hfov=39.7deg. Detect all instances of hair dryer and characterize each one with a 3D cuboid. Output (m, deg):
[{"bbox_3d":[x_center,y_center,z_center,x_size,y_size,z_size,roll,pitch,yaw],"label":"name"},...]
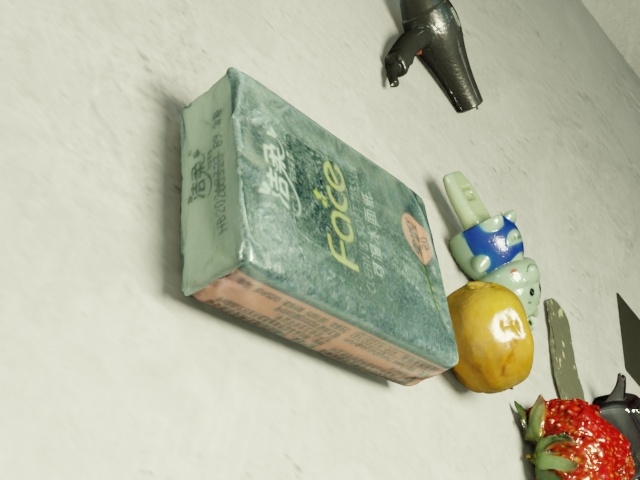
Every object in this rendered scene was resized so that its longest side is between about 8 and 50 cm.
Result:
[{"bbox_3d":[0.158,-0.274,1.405,0.271,0.091,0.236,-45,112,-46],"label":"hair dryer"}]

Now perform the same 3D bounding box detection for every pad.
[{"bbox_3d":[0.598,0.209,1.657,0.143,0.003,0.211,46,33,-20],"label":"pad"}]

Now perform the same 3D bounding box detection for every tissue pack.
[{"bbox_3d":[0.000,0.000,0.886,0.315,0.103,0.228,29,41,-41],"label":"tissue pack"}]

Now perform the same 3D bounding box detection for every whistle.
[{"bbox_3d":[0.238,0.013,1.225,0.110,0.092,0.244,-15,77,-47],"label":"whistle"}]

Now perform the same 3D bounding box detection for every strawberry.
[{"bbox_3d":[0.354,0.297,1.140,0.228,0.098,0.174,38,37,-30],"label":"strawberry"}]

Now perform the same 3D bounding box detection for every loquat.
[{"bbox_3d":[0.196,0.116,1.053,0.113,0.137,0.137,-17,75,-22],"label":"loquat"}]

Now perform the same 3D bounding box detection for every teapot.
[{"bbox_3d":[0.474,0.284,1.326,0.087,0.096,0.177,-17,79,-58],"label":"teapot"}]

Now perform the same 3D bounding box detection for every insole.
[{"bbox_3d":[0.370,0.190,1.340,0.081,0.011,0.248,39,37,-31],"label":"insole"}]
